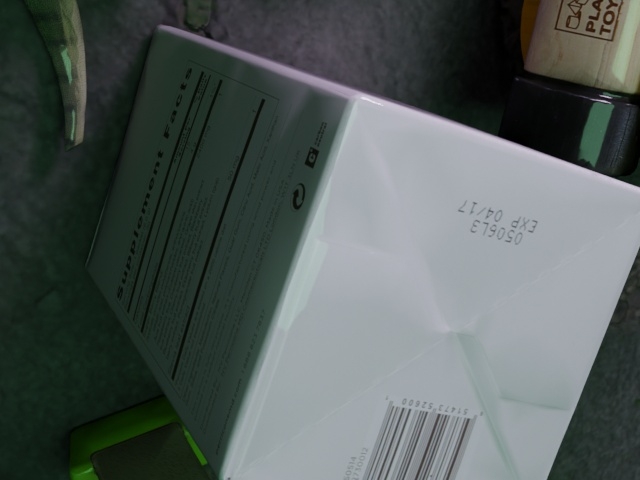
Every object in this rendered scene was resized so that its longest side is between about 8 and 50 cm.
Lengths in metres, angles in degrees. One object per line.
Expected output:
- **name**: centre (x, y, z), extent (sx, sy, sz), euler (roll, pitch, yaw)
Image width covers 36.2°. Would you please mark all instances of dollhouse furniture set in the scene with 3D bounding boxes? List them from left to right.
- **dollhouse furniture set**: centre (-0.129, 0.292, 0.674), extent (0.197, 0.151, 0.301), euler (-19, 114, -18)

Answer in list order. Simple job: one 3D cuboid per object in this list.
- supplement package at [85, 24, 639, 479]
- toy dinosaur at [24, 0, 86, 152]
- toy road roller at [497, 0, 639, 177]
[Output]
- **supplement package**: centre (0.000, 0.000, 0.552), extent (0.177, 0.293, 0.175), euler (14, 100, -28)
- **toy dinosaur**: centre (-0.147, -0.192, 0.556), extent (0.118, 0.064, 0.268), euler (-29, 126, -17)
- **toy road roller**: centre (0.295, -0.133, 0.646), extent (0.240, 0.329, 0.202), euler (-18, 122, -58)
